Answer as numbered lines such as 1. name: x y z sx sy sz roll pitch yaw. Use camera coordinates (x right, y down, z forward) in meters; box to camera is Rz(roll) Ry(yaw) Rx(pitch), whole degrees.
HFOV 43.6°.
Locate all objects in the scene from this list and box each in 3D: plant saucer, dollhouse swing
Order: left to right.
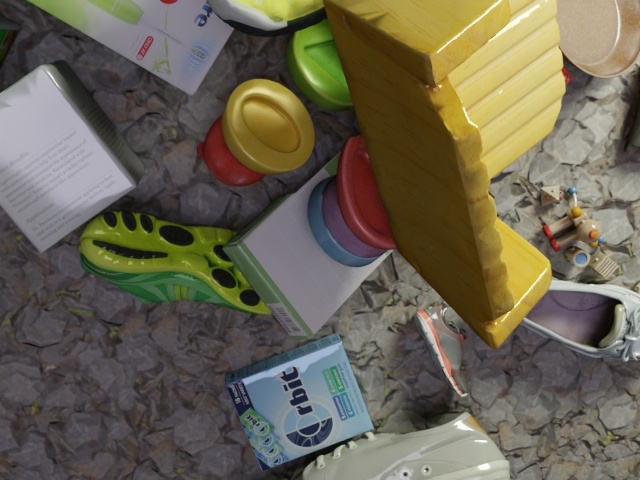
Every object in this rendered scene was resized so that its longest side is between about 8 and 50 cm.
1. dollhouse swing: 0.210 -0.143 0.860 0.305 0.315 0.347 -26 126 -10
2. plant saucer: 0.364 -0.315 1.087 0.199 0.036 0.198 3 84 -29

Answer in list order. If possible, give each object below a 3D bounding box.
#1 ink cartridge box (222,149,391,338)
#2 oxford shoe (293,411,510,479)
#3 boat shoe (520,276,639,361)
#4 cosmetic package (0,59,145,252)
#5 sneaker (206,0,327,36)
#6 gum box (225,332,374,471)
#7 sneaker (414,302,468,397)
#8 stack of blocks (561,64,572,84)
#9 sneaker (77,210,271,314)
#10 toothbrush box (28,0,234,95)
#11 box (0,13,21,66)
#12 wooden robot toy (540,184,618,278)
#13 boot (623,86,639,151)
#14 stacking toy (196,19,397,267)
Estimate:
1. ink cartridge box: 0.000 0.000 1.133 0.235 0.056 0.171 -45 108 -28
2. oxford shoe: 0.059 0.366 1.221 0.449 0.169 0.130 -17 65 5
3. boat shoe: 0.399 0.117 1.201 0.320 0.103 0.118 20 101 -11
4. cosmetic package: -0.344 -0.113 1.025 0.151 0.151 0.183 -34 106 2
5. sneaker: 0.034 -0.358 0.867 0.385 0.147 0.145 -36 83 -20
6. gum box: -0.031 0.245 1.214 0.184 0.041 0.157 -20 106 -1
7. sneaker: 0.201 0.166 1.214 0.065 0.061 0.158 -28 107 -6
8. stack of blocks: 0.180 -0.285 1.077 0.171 0.087 0.297 -38 106 4
9. sneaker: -0.193 0.035 1.117 0.296 0.123 0.109 19 63 -25
10. toothbrush box: -0.225 -0.344 0.961 0.283 0.122 0.206 29 110 -23
11. box: -0.498 -0.177 0.949 0.127 0.231 0.262 29 98 -13
12. wooden robot toy: 0.384 -0.005 1.180 0.076 0.079 0.173 -33 105 2
13. boot: 0.550 -0.177 1.167 0.198 0.077 0.137 14 107 3
14. stacking toy: 0.007 -0.127 1.076 0.309 0.130 0.279 37 55 -18
